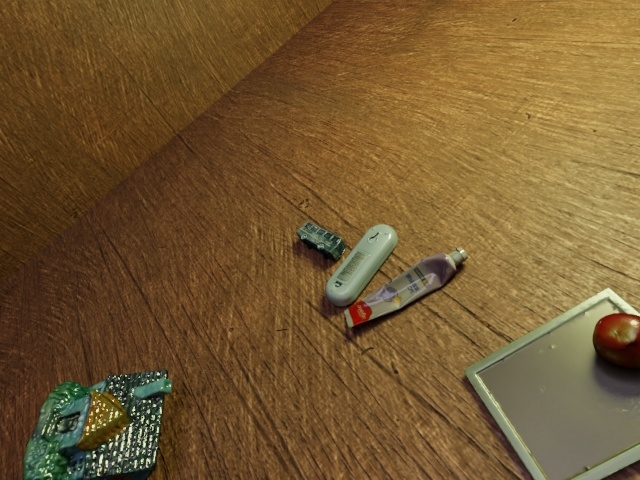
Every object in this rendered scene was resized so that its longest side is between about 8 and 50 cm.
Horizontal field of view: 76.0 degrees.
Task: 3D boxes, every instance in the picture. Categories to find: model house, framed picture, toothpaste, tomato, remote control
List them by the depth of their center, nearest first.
[{"bbox_3d":[0.463,0.149,0.623,0.087,0.075,0.087,-22,44,23],"label":"tomato"},{"bbox_3d":[0.417,0.232,0.651,0.296,0.019,0.232,-32,42,7],"label":"framed picture"},{"bbox_3d":[0.184,0.104,0.904,0.300,0.048,0.075,-32,46,9],"label":"toothpaste"},{"bbox_3d":[-0.458,0.428,0.913,0.240,0.226,0.262,-25,45,12],"label":"model house"},{"bbox_3d":[0.100,0.055,1.003,0.087,0.047,0.244,21,65,47],"label":"remote control"}]

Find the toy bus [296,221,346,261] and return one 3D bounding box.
[{"bbox_3d":[0.000,0.000,1.119,0.065,0.047,0.165,-45,42,-15],"label":"toy bus"}]
